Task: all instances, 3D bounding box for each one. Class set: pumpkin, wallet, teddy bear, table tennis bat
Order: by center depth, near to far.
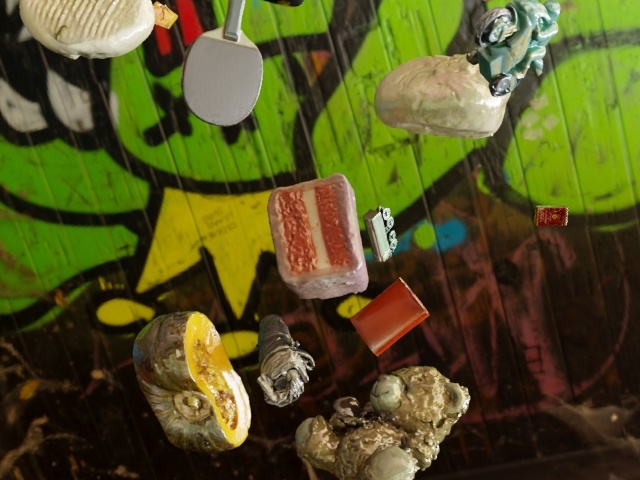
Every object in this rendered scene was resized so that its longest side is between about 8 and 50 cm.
[{"bbox_3d":[0.122,0.308,1.153,0.256,0.156,0.267,-50,-151,-21],"label":"teddy bear"},{"bbox_3d":[-0.194,-0.387,1.450,0.174,0.301,0.022,6,-169,-26],"label":"table tennis bat"},{"bbox_3d":[-0.261,0.290,1.476,0.139,0.317,0.221,-20,-159,14],"label":"pumpkin"},{"bbox_3d":[-0.424,-0.610,1.895,0.035,0.073,0.101,-41,-154,31],"label":"pumpkin"},{"bbox_3d":[0.203,0.226,2.083,0.204,0.142,0.045,-41,161,11],"label":"wallet"}]

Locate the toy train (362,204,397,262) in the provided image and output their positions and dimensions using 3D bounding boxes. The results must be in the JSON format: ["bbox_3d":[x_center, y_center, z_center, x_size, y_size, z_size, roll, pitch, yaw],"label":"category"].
[{"bbox_3d":[0.142,-0.018,1.646,0.071,0.147,0.038,-37,-138,-22],"label":"toy train"}]

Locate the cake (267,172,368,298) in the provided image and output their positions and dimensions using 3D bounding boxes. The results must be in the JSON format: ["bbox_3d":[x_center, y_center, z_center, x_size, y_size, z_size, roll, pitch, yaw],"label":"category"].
[{"bbox_3d":[0.000,0.000,1.940,0.237,0.308,0.230,-13,159,7],"label":"cake"}]

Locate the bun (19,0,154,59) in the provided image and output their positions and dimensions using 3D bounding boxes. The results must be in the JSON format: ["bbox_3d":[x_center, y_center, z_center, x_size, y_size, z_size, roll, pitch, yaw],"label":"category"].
[{"bbox_3d":[-0.425,-0.425,1.305,0.237,0.209,0.116,13,164,-6],"label":"bun"}]

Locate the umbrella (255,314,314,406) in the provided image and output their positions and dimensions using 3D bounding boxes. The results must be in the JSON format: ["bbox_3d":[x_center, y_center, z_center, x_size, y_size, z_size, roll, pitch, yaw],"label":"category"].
[{"bbox_3d":[-0.085,0.246,1.524,0.113,0.106,0.357,-46,-165,3],"label":"umbrella"}]

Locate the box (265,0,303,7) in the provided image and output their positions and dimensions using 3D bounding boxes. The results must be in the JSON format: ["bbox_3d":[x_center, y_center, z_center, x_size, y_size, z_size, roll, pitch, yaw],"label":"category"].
[{"bbox_3d":[-0.130,-0.401,1.027,0.213,0.042,0.201,22,-174,14],"label":"box"}]

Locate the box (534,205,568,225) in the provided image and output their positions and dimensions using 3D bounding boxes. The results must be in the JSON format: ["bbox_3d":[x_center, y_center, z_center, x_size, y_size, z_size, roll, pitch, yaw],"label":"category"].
[{"bbox_3d":[0.613,-0.066,1.867,0.082,0.051,0.023,-1,-163,0],"label":"box"}]

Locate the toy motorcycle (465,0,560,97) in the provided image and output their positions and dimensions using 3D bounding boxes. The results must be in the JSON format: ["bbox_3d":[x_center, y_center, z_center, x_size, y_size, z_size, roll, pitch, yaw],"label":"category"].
[{"bbox_3d":[0.408,-0.415,1.465,0.198,0.109,0.296,-34,154,2],"label":"toy motorcycle"}]

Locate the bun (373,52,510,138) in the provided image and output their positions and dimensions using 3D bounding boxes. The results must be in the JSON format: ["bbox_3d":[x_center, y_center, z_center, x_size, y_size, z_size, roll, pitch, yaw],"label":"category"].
[{"bbox_3d":[0.325,-0.381,1.830,0.361,0.212,0.361,7,-176,0],"label":"bun"}]
